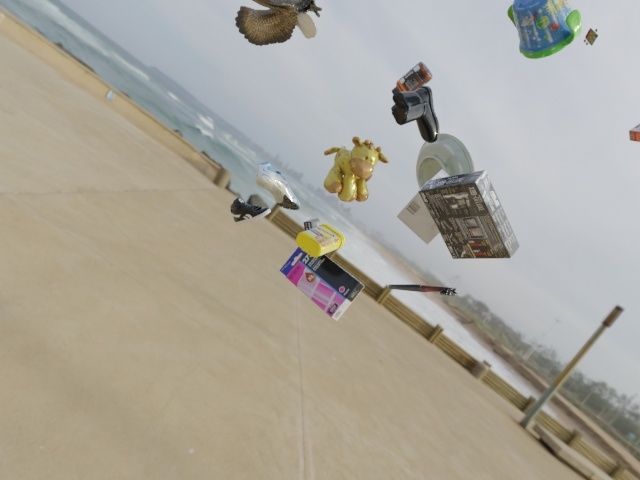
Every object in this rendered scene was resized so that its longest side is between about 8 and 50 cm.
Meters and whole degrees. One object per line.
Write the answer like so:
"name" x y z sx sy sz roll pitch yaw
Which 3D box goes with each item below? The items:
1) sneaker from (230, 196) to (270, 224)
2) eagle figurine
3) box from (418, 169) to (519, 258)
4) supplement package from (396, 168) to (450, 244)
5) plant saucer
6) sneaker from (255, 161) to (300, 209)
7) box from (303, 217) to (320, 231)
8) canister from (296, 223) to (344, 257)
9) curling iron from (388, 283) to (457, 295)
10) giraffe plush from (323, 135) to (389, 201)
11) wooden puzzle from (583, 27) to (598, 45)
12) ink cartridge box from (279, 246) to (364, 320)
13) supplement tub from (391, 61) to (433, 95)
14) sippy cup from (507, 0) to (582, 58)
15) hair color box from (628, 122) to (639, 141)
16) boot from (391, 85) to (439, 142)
"sneaker" -0.336 -0.149 2.054 0.079 0.216 0.121 -43 113 -52
"eagle figurine" -0.156 -0.796 1.535 0.225 0.297 0.227 -117 -166 -62
"box" 0.507 -0.078 1.545 0.242 0.076 0.308 -5 -58 56
"supplement package" 0.478 -0.148 1.879 0.175 0.178 0.293 43 36 7
"plant saucer" 0.582 -0.319 2.212 0.100 0.401 0.400 -16 34 -25
"sneaker" -0.132 -0.176 1.502 0.085 0.086 0.237 2 -26 30
"box" -0.042 -0.039 2.706 0.051 0.175 0.220 -7 6 13
"canister" 0.000 0.000 1.763 0.126 0.074 0.169 35 30 23
"curling iron" 0.410 0.191 1.797 0.273 0.035 0.068 5 -2 15
"giraffe plush" 0.122 -0.239 1.419 0.181 0.211 0.170 -1 -10 -32
"wooden puzzle" 1.100 -0.826 1.822 0.083 0.006 0.049 81 -13 -64
"ink cartridge box" -0.012 0.144 1.812 0.370 0.176 0.069 37 -4 37
"supplement tub" 0.450 -0.784 2.228 0.106 0.197 0.106 37 33 -29
"sippy cup" 0.884 -0.894 1.789 0.305 0.240 0.224 2 -30 46
"hair color box" 1.158 -0.369 1.548 0.043 0.071 0.141 61 -8 -30
"boot" 0.388 -0.505 1.859 0.094 0.207 0.247 11 -59 50
